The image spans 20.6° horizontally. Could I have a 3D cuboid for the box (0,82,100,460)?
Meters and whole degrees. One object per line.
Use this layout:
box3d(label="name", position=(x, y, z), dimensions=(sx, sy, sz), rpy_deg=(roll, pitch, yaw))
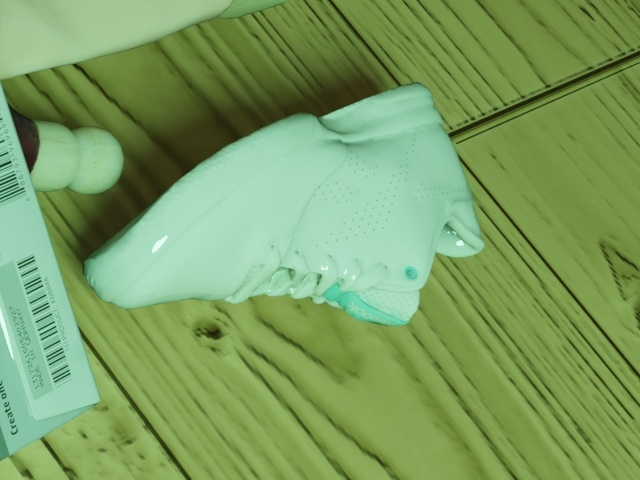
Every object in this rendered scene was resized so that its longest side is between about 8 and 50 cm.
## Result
box3d(label="box", position=(-0.165, 0.023, 0.558), dimensions=(0.186, 0.038, 0.145), rpy_deg=(-30, 109, -46))

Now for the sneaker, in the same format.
box3d(label="sneaker", position=(0.000, 0.000, 0.725), dimensions=(0.212, 0.080, 0.094), rpy_deg=(-24, 83, -46))

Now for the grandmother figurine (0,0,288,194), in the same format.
box3d(label="grandmother figurine", position=(-0.155, -0.102, 0.680), dimensions=(0.208, 0.104, 0.342), rpy_deg=(43, 40, 11))
